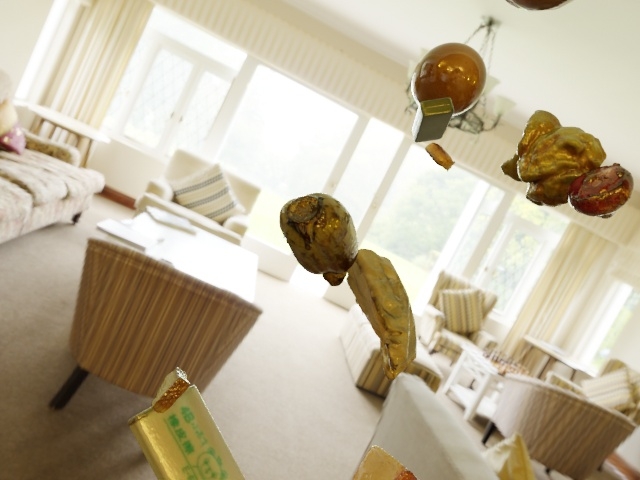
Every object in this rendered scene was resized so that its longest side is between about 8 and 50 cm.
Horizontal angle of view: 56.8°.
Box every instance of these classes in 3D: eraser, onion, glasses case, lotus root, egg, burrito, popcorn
[{"bbox_3d":[-0.331,0.529,1.478,0.189,0.104,0.289,-24,81,-49],"label":"eraser"},{"bbox_3d":[0.816,-0.132,1.718,0.147,0.184,0.184,57,-9,-29],"label":"onion"},{"bbox_3d":[0.279,-0.299,1.486,0.078,0.039,0.184,-8,-11,0],"label":"glasses case"},{"bbox_3d":[0.000,0.000,1.428,0.173,0.173,0.309,31,-20,31],"label":"lotus root"},{"bbox_3d":[0.453,-0.571,2.122,0.250,0.250,0.322,25,-5,-10],"label":"egg"},{"bbox_3d":[0.180,0.195,1.600,0.135,0.190,0.331,-11,57,-14],"label":"burrito"},{"bbox_3d":[0.758,-0.273,1.943,0.322,0.325,0.290,-10,6,17],"label":"popcorn"}]

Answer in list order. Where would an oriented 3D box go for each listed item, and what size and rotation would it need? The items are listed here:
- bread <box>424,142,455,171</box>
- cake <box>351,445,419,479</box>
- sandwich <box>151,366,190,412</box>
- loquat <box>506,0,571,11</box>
[{"bbox_3d":[0.388,-0.274,1.921,0.072,0.053,0.106,19,26,-39],"label":"bread"},{"bbox_3d":[0.221,0.624,1.535,0.262,0.159,0.158,9,9,-37],"label":"cake"},{"bbox_3d":[-0.358,0.356,1.402,0.036,0.105,0.093,44,-10,-18],"label":"sandwich"},{"bbox_3d":[0.492,-0.644,1.279,0.275,0.274,0.275,26,7,-3],"label":"loquat"}]
